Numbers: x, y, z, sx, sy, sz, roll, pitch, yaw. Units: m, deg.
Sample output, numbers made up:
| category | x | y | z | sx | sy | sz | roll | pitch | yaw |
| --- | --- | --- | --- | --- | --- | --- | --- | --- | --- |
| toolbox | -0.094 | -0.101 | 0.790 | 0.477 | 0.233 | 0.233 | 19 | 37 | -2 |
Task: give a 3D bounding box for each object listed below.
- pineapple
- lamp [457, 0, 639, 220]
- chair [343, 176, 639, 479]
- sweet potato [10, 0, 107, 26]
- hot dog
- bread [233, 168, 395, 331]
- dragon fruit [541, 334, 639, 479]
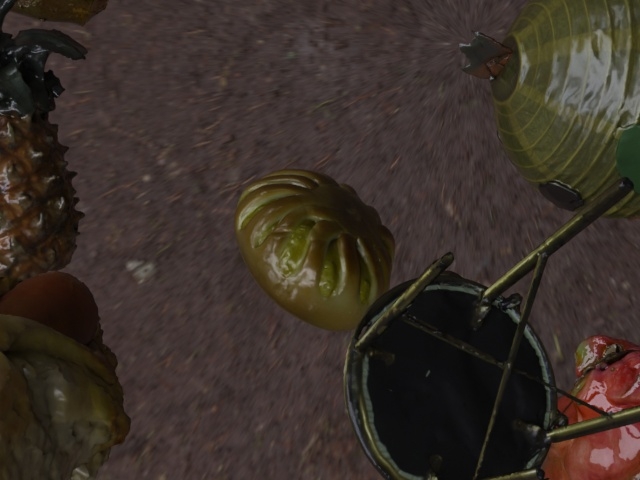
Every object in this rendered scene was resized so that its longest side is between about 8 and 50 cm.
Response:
| category | x | y | z | sx | sy | sz | roll | pitch | yaw |
| --- | --- | --- | --- | --- | --- | --- | --- | --- | --- |
| pineapple | -0.282 | -0.120 | 1.407 | 0.170 | 0.141 | 0.310 | -7 | 97 | -4 |
| lamp | 0.259 | -0.146 | 1.536 | 0.284 | 0.250 | 0.250 | 10 | 98 | -20 |
| chair | 0.092 | 0.089 | 1.000 | 0.170 | 0.325 | 0.160 | -20 | 83 | -26 |
| sweet potato | -0.342 | -0.282 | 1.772 | 0.243 | 0.077 | 0.077 | 9 | 99 | -24 |
| hot dog | -0.095 | 0.045 | 0.386 | 0.078 | 0.169 | 0.061 | 38 | 126 | 1 |
| bread | 0.000 | 0.000 | 1.752 | 0.213 | 0.213 | 0.105 | 41 | 119 | -1 |
| dragon fruit | 0.385 | 0.223 | 1.808 | 0.305 | 0.305 | 0.226 | 7 | 102 | 4 |
